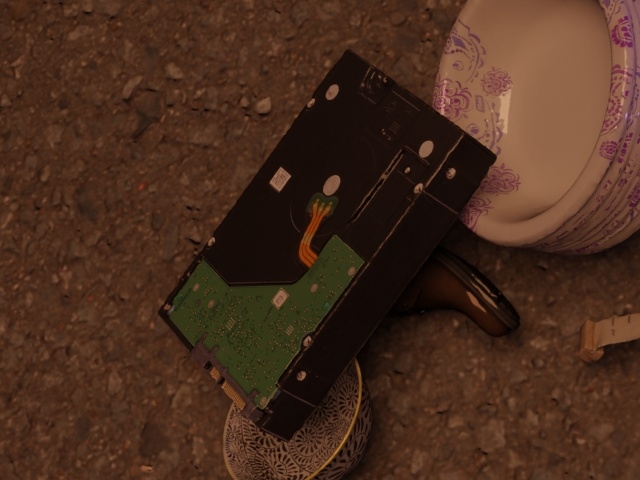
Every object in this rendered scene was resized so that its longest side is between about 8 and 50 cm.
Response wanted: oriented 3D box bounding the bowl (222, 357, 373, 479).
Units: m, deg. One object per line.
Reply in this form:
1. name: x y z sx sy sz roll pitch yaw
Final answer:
1. bowl: -0.006 0.184 1.681 0.170 0.080 0.170 -25 45 28

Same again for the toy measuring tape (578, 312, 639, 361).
1. toy measuring tape: 0.405 0.084 1.573 0.330 0.121 0.121 -16 69 29

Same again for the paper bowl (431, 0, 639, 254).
1. paper bowl: 0.242 -0.127 1.626 0.284 0.148 0.284 -20 66 56

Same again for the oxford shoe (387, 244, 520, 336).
1. oxford shoe: 0.099 0.046 1.704 0.227 0.083 0.096 31 88 36

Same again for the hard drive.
1. hard drive: 0.000 0.000 1.686 0.339 0.064 0.237 -54 38 4
